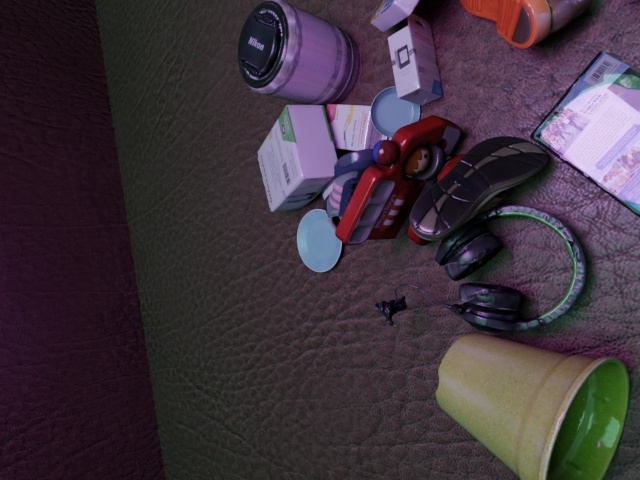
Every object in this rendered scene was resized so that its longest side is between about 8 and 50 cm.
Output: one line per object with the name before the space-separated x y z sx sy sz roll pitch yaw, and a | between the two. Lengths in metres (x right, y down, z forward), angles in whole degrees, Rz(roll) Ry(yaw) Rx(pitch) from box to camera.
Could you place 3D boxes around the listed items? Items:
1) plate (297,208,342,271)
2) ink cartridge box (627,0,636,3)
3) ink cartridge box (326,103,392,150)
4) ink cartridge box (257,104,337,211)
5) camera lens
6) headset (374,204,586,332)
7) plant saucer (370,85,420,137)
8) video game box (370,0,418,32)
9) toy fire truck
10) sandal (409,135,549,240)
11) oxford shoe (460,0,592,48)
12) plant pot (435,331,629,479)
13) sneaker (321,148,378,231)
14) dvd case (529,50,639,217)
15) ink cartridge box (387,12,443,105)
plate | 0.000 0.000 1.261 0.188 0.024 0.188 3 95 45
ink cartridge box | 0.515 -0.425 0.644 0.099 0.135 0.056 -1 96 45
ink cartridge box | 0.100 -0.293 1.110 0.198 0.067 0.116 18 106 42
ink cartridge box | -0.071 -0.220 1.194 0.278 0.117 0.202 -32 69 62
camera lens | -0.059 -0.478 1.107 0.219 0.274 0.220 5 96 45
headset | 0.308 0.078 0.852 0.394 0.185 0.244 -25 75 31
plant saucer | 0.180 -0.310 1.028 0.119 0.021 0.120 1 101 6
video game box | 0.195 -0.559 0.904 0.187 0.048 0.205 -56 16 10
toy fire truck | 0.179 -0.122 0.914 0.169 0.253 0.302 45 122 33
sandal | 0.303 -0.102 0.834 0.302 0.086 0.120 -35 56 -2
oxford shoe | 0.365 -0.513 0.822 0.132 0.130 0.364 -24 61 3
plant pot | 0.366 0.297 0.782 0.253 0.275 0.276 19 106 54
sneaker | 0.083 -0.110 1.042 0.319 0.112 0.131 116 144 -73
dvd case | 0.524 -0.184 0.733 0.253 0.022 0.180 51 126 29
ink cartridge box | 0.214 -0.411 0.963 0.060 0.104 0.180 -13 83 45
